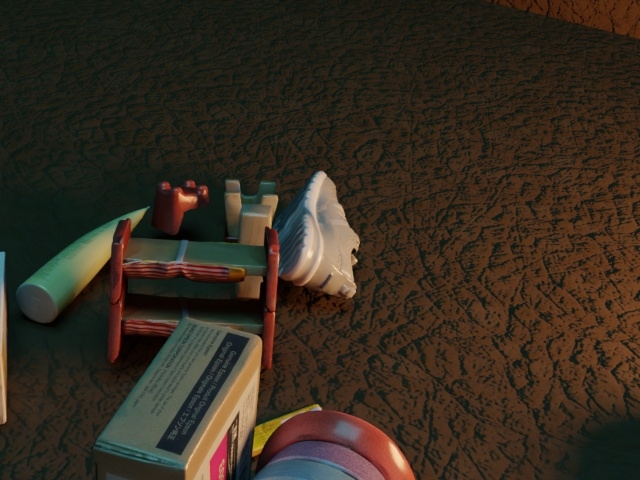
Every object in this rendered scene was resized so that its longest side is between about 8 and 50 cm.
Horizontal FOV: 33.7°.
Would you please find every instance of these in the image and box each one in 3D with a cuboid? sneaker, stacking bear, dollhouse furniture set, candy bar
[{"bbox_3d":[0.000,0.000,1.519,0.115,0.105,0.281,33,27,-15],"label":"sneaker"},{"bbox_3d":[-0.026,0.308,0.962,0.175,0.164,0.289,16,38,13],"label":"stacking bear"},{"bbox_3d":[-0.160,0.028,1.405,0.201,0.152,0.374,4,16,-5],"label":"dollhouse furniture set"},{"bbox_3d":[-0.056,0.223,1.203,0.161,0.018,0.040,-17,43,-33],"label":"candy bar"}]

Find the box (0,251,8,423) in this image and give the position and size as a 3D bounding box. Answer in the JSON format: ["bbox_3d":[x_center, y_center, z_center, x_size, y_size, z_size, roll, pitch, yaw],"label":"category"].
[{"bbox_3d":[-0.421,0.111,1.221,0.114,0.103,0.203,-2,34,-15],"label":"box"}]

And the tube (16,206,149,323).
[{"bbox_3d":[-0.315,0.023,1.419,0.070,0.062,0.240,18,34,11],"label":"tube"}]

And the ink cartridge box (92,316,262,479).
[{"bbox_3d":[-0.130,0.223,0.986,0.088,0.235,0.193,13,34,10],"label":"ink cartridge box"}]
